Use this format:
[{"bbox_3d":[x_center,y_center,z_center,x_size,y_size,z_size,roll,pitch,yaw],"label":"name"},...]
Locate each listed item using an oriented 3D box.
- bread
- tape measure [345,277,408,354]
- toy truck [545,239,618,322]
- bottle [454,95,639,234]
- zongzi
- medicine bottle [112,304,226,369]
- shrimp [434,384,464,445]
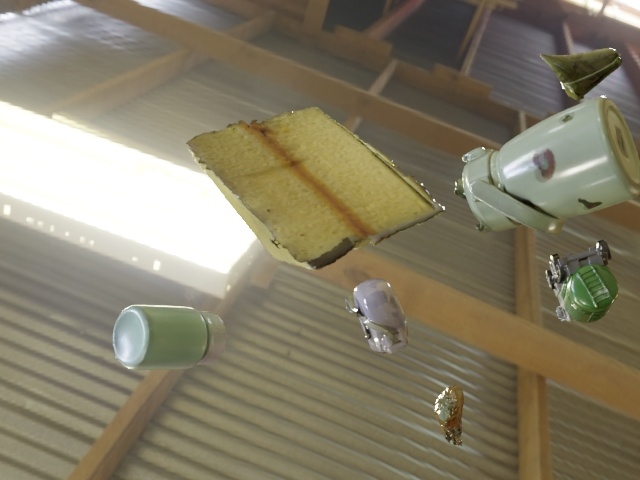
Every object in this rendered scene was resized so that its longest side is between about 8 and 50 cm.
[{"bbox_3d":[-0.018,-0.135,1.578,0.345,0.405,0.242,-34,-173,-16],"label":"bread"},{"bbox_3d":[0.133,0.181,1.784,0.105,0.179,0.196,-19,172,-6],"label":"tape measure"},{"bbox_3d":[0.479,0.085,1.373,0.242,0.101,0.125,45,-152,-71],"label":"toy truck"},{"bbox_3d":[0.439,-0.120,1.516,0.229,0.351,0.229,32,-133,-42],"label":"bottle"},{"bbox_3d":[0.439,-0.307,1.271,0.113,0.104,0.052,42,-168,-26],"label":"zongzi"},{"bbox_3d":[-0.332,0.216,1.683,0.225,0.139,0.139,9,-154,-48],"label":"medicine bottle"},{"bbox_3d":[0.289,0.389,1.679,0.043,0.091,0.184,32,-153,-16],"label":"shrimp"}]
